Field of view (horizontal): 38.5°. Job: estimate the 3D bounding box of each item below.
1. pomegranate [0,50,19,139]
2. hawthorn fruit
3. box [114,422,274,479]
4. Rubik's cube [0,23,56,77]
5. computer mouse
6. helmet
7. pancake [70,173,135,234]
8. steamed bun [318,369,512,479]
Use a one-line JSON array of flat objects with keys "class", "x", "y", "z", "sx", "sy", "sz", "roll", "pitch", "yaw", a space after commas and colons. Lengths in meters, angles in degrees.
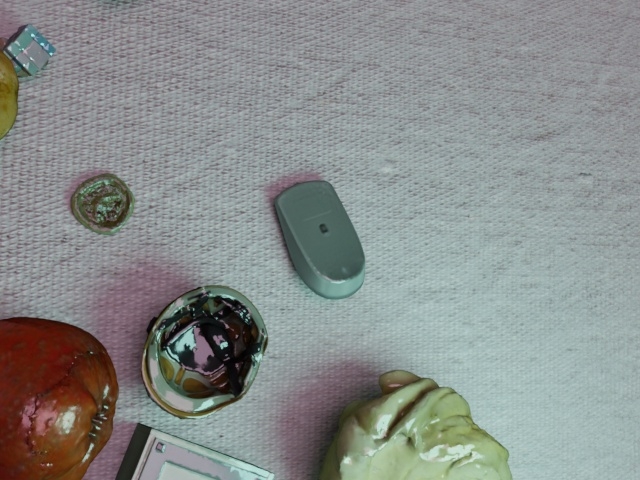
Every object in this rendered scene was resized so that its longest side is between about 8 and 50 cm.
[{"class": "pomegranate", "x": -0.561, "y": -0.218, "z": 1.388, "sx": 0.196, "sy": 0.196, "sz": 0.196, "roll": 3, "pitch": 84, "yaw": -23}, {"class": "hawthorn fruit", "x": -0.457, "y": 0.228, "z": 1.352, "sx": 0.307, "sy": 0.276, "sz": 0.276, "roll": 25, "pitch": 74, "yaw": 0}, {"class": "box", "x": -0.227, "y": 0.446, "z": 1.493, "sx": 0.225, "sy": 0.117, "sz": 0.225, "roll": 25, "pitch": 76, "yaw": -19}, {"class": "Rubik's cube", "x": -0.485, "y": -0.304, "z": 1.489, "sx": 0.084, "sy": 0.073, "sz": 0.075, "roll": -39, "pitch": 117, "yaw": -27}, {"class": "computer mouse", "x": 0.000, "y": 0.000, "z": 1.664, "sx": 0.127, "sy": 0.079, "sz": 0.231, "roll": -15, "pitch": 75, "yaw": -27}, {"class": "helmet", "x": -0.199, "y": 0.180, "z": 1.528, "sx": 0.198, "sy": 0.130, "sz": 0.224, "roll": 38, "pitch": 82, "yaw": -11}, {"class": "pancake", "x": -0.365, "y": -0.063, "z": 1.542, "sx": 0.108, "sy": 0.017, "sz": 0.108, "roll": 1, "pitch": 88, "yaw": -25}, {"class": "steamed bun", "x": 0.158, "y": 0.394, "z": 1.606, "sx": 0.372, "sy": 0.230, "sz": 0.325, "roll": 29, "pitch": 112, "yaw": -22}]
